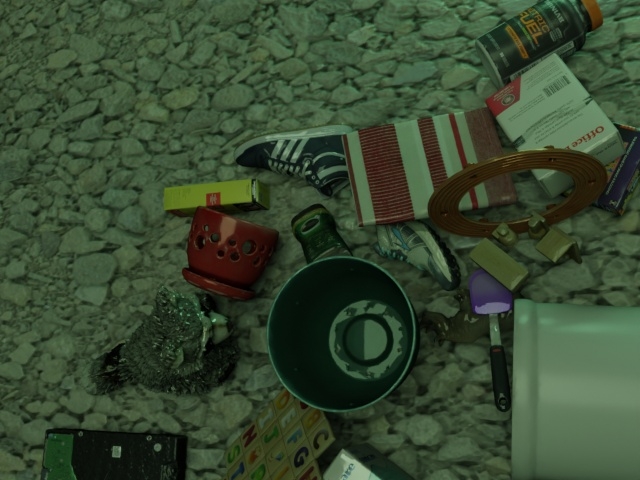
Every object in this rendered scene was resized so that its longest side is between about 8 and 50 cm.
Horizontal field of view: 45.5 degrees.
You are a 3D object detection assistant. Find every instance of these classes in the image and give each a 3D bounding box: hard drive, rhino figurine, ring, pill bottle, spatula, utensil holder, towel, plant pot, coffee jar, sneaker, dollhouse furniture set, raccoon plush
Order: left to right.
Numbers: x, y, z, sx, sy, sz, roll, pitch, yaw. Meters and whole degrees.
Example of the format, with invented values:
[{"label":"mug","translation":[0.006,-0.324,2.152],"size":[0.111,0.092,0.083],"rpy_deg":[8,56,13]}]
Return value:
[{"label":"hard drive","translation":[-0.470,0.550,1.720],"size":[0.339,0.064,0.236],"rpy_deg":[-2,79,15]},{"label":"raccoon plush","translation":[-0.375,0.257,1.625],"size":[0.446,0.299,0.216],"rpy_deg":[-32,72,9]},{"label":"plant pot","translation":[-0.207,0.030,1.680],"size":[0.191,0.191,0.174],"rpy_deg":[20,89,19]},{"label":"sneaker","translation":[-0.058,-0.164,1.720],"size":[0.282,0.099,0.153],"rpy_deg":[-9,75,12]},{"label":"coffee jar","translation":[0.000,0.000,1.643],"size":[0.096,0.079,0.184],"rpy_deg":[-32,38,6]},{"label":"plant pot","translation":[0.069,0.192,1.538],"size":[0.293,0.235,0.293],"rpy_deg":[-3,79,17]},{"label":"sneaker","translation":[0.187,0.010,1.620],"size":[0.122,0.110,0.283],"rpy_deg":[-41,62,12]},{"label":"towel","translation":[0.222,-0.152,1.604],"size":[0.329,0.037,0.237],"rpy_deg":[-10,63,1]},{"label":"rhino figurine","translation":[0.306,0.153,1.563],"size":[0.243,0.073,0.106],"rpy_deg":[-21,72,13]},{"label":"spatula","translation":[0.336,0.186,1.467],"size":[0.084,0.030,0.296],"rpy_deg":[-7,55,14]},{"label":"ring","translation":[0.371,-0.091,1.457],"size":[0.337,0.336,0.032],"rpy_deg":[-13,64,14]},{"label":"dollhouse furniture set","translation":[0.411,0.035,1.529],"size":[0.151,0.123,0.144],"rpy_deg":[-48,59,1]},{"label":"pill bottle","translation":[0.460,-0.427,1.601],"size":[0.246,0.130,0.130],"rpy_deg":[-29,73,9]},{"label":"utensil holder","translation":[0.534,0.268,1.343],"size":[0.386,0.327,0.327],"rpy_deg":[0,79,15]}]

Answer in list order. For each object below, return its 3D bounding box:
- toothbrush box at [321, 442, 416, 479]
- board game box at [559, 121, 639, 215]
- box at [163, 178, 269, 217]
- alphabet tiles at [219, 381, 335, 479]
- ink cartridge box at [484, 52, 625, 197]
[{"label":"toothbrush box","translation":[0.148,0.527,1.460],"size":[0.295,0.216,0.126],"rpy_deg":[35,90,19]},{"label":"board game box","translation":[0.571,-0.151,1.533],"size":[0.141,0.048,0.170],"rpy_deg":[25,87,42]},{"label":"box","translation":[-0.240,-0.097,1.768],"size":[0.232,0.087,0.058],"rpy_deg":[-4,79,15]},{"label":"alphabet tiles","translation":[-0.104,0.455,1.543],"size":[0.342,0.011,0.285],"rpy_deg":[-48,29,13]},{"label":"ink cartridge box","translation":[0.469,-0.230,1.536],"size":[0.172,0.100,0.237],"rpy_deg":[-34,55,15]}]
